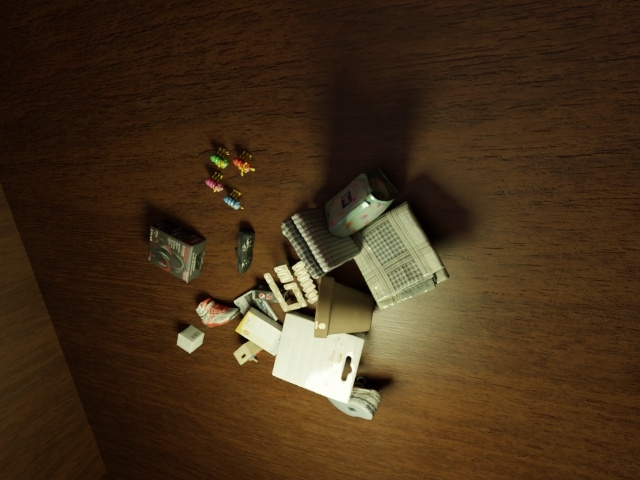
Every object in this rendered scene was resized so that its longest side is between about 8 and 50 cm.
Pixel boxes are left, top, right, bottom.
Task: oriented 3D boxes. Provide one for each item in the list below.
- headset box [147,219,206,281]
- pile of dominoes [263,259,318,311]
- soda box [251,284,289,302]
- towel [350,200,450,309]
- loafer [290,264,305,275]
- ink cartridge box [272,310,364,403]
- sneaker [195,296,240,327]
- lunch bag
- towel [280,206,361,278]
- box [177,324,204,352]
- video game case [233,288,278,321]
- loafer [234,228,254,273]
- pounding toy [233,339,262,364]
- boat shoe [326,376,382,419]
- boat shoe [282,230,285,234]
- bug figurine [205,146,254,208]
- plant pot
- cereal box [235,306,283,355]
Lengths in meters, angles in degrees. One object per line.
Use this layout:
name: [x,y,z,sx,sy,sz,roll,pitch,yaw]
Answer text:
headset box: [-0.715,0.057,2.055,0.293,0.110,0.218,25,118,14]
pile of dominoes: [-0.122,0.198,1.835,0.196,0.040,0.251,-16,121,13]
soda box: [-0.237,0.253,1.931,0.169,0.060,0.053,5,112,15]
towel: [0.272,0.067,1.511,0.312,0.056,0.324,-32,84,29]
loafer: [-0.126,0.138,1.848,0.148,0.056,0.050,-22,99,20]
ink cartridge box: [-0.008,0.527,1.875,0.385,0.091,0.308,15,94,18]
sneaker: [-0.539,0.359,2.102,0.270,0.090,0.145,-23,101,37]
lunch bag: [0.142,-0.133,1.481,0.223,0.262,0.160,-38,92,29]
towel: [0.000,0.000,1.475,0.121,0.284,0.235,-36,84,25]
box: [-0.720,0.545,2.263,0.102,0.101,0.087,27,120,15]
video game case: [-0.324,0.346,2.043,0.173,0.022,0.190,-32,94,32]
loafer: [-0.362,0.050,1.913,0.078,0.076,0.223,21,113,22]
pounding toy: [-0.359,0.580,2.103,0.141,0.130,0.100,-44,76,32]
boat shoe: [0.164,0.715,1.905,0.136,0.156,0.367,50,151,-6]
boat shoe: [-0.099,-0.031,1.730,0.184,0.066,0.063,-10,121,53]
bug figurine: [-0.408,-0.273,1.800,0.216,0.072,0.279,29,120,12]
plant pot: [0.100,0.290,1.714,0.229,0.263,0.263,7,115,2]
cereal box: [-0.284,0.453,2.028,0.240,0.047,0.173,34,123,-4]
